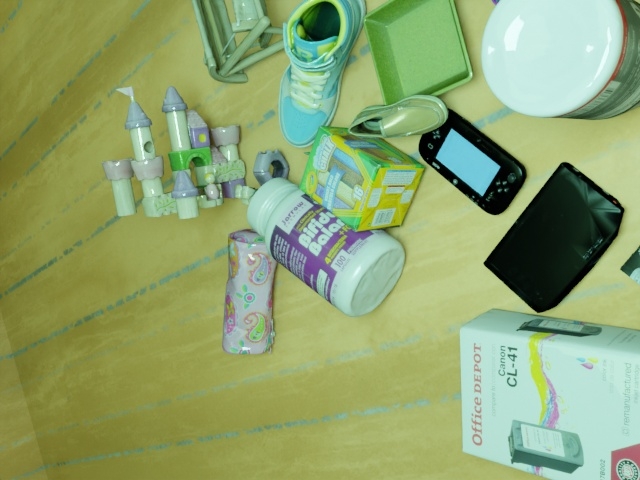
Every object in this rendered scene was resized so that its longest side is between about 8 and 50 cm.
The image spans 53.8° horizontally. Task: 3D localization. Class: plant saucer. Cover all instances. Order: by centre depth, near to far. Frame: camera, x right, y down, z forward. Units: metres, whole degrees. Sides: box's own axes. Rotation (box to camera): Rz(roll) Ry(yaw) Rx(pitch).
[{"bbox_3d":[0.173,-0.332,1.081,0.188,0.045,0.188,-15,88,48],"label":"plant saucer"}]

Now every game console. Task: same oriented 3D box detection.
[{"bbox_3d":[0.295,-0.071,1.036,0.361,0.044,0.213,46,124,26],"label":"game console"}]

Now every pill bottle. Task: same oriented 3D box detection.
[{"bbox_3d":[0.339,-0.237,0.807,0.161,0.283,0.161,8,103,40],"label":"pill bottle"},{"bbox_3d":[0.000,0.000,1.219,0.301,0.169,0.169,35,119,30],"label":"pill bottle"}]

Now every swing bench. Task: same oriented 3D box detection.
[{"bbox_3d":[-0.172,-0.488,1.281,0.255,0.165,0.253,-20,85,41],"label":"swing bench"}]

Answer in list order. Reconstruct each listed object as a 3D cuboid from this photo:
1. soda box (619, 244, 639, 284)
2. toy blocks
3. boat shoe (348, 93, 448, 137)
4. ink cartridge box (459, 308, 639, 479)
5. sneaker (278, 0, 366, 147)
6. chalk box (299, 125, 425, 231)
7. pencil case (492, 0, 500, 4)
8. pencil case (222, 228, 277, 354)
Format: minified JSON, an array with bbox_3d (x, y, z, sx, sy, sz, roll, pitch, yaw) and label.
[{"bbox_3d":[0.506,0.070,0.869,0.169,0.060,0.053,44,124,26],"label":"soda box"},{"bbox_3d":[-0.269,-0.200,1.333,0.309,0.288,0.260,5,106,43],"label":"toy blocks"},{"bbox_3d":[0.128,-0.200,1.081,0.190,0.072,0.068,-2,119,48],"label":"boat shoe"},{"bbox_3d":[0.378,0.243,0.965,0.306,0.131,0.226,4,100,39],"label":"ink cartridge box"},{"bbox_3d":[-0.025,-0.305,1.146,0.127,0.208,0.319,21,114,6],"label":"sneaker"},{"bbox_3d":[0.059,-0.128,1.162,0.213,0.132,0.132,40,122,36],"label":"chalk box"},{"bbox_3d":[0.251,-0.430,0.994,0.151,0.064,0.070,46,108,26],"label":"pencil case"},{"bbox_3d":[-0.155,0.119,1.413,0.124,0.124,0.284,17,110,38],"label":"pencil case"}]
